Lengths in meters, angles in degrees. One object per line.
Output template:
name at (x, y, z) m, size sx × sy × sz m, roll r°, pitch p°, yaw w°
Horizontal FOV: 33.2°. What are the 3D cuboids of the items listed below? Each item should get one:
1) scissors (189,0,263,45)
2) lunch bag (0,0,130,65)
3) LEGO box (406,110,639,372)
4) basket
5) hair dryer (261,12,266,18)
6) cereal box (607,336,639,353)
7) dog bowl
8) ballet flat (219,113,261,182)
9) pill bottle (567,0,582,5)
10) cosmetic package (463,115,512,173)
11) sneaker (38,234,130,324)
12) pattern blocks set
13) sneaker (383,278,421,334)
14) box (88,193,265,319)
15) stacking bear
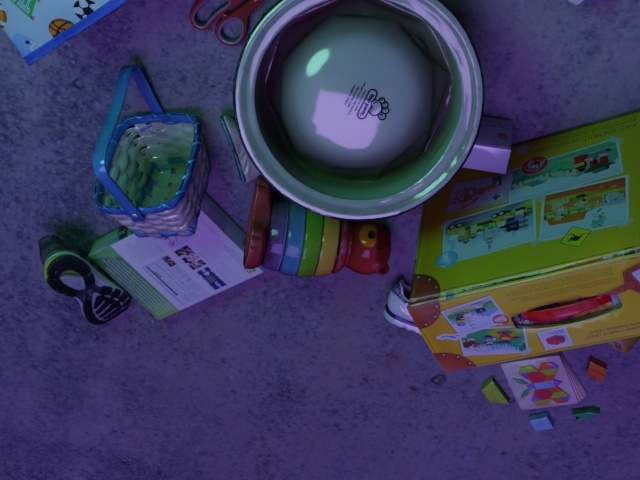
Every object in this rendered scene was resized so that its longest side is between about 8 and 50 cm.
scissors at (-0.106, -0.436, 1.841) m, size 0.109 × 0.021 × 0.297 m, roll 39°, pitch 129°, yaw -23°
lunch bag at (-0.378, -0.514, 1.662) m, size 0.385 × 0.239 × 0.328 m, roll -23°, pitch 113°, yaw 37°
LEGO box at (0.430, -0.006, 1.879) m, size 0.500 × 0.372 × 0.193 m, roll -14°, pitch 128°, yaw 25°
basket at (-0.328, -0.147, 2.003) m, size 0.201 × 0.254 × 0.289 m, roll 0°, pitch 144°, yaw 16°
hair dryer at (-0.016, -0.267, 1.938) m, size 0.224 × 0.080 × 0.293 m, roll 11°, pitch 136°, yaw 0°
cereal box at (0.597, 0.078, 2.065) m, size 0.047 × 0.173 × 0.240 m, roll 23°, pitch 149°, yaw 45°
dog bowl at (0.063, -0.246, 1.800) m, size 0.408 × 0.150 × 0.407 m, roll 0°, pitch 107°, yaw 1°
ballet flat at (-0.150, -0.185, 2.075) m, size 0.052 × 0.057 × 0.168 m, roll -22°, pitch 134°, yaw -5°
pill bottle at (0.372, -0.426, 1.709) m, size 0.120 × 0.067 × 0.067 m, roll 28°, pitch 132°, yaw -14°
cosmetic package at (0.224, -0.189, 1.944) m, size 0.239 × 0.099 × 0.060 m, roll 9°, pitch 134°, yaw 4°
sneaker at (-0.519, 0.082, 2.368) m, size 0.111 × 0.121 × 0.300 m, roll -33°, pitch 143°, yaw -2°
pattern blocks set at (0.498, 0.314, 2.402) m, size 0.285 × 0.026 × 0.325 m, roll -26°, pitch 123°, yaw 32°
sneaker at (0.255, 0.156, 2.273) m, size 0.235 × 0.090 × 0.094 m, roll 17°, pitch 124°, yaw -5°
box at (-0.307, 0.034, 2.304) m, size 0.322 × 0.058 × 0.232 m, roll -25°, pitch 123°, yaw 30°
stacking bear at (0.000, 0.000, 2.138) m, size 0.289 × 0.175 × 0.164 m, roll 9°, pitch 150°, yaw -7°
